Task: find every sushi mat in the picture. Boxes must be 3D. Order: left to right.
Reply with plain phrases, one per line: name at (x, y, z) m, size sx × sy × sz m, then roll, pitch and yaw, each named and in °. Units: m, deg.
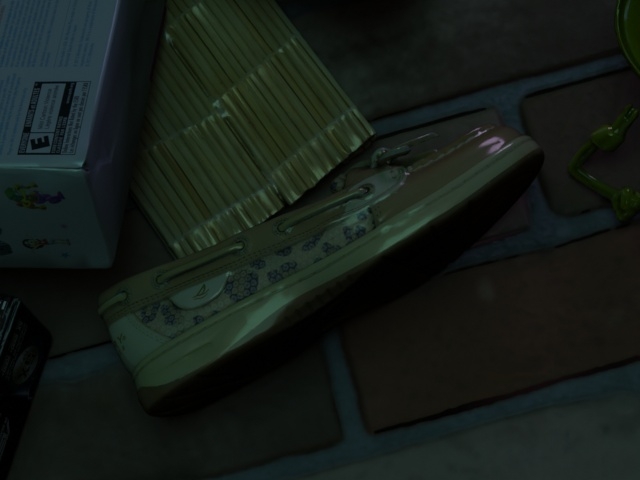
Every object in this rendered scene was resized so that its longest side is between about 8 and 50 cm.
sushi mat at (-0.107, -0.138, 1.185) m, size 0.151 × 0.019 × 0.316 m, roll -34°, pitch 69°, yaw -4°

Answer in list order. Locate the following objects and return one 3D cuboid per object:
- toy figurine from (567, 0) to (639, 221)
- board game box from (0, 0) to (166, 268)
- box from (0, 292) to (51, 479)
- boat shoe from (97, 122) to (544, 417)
toy figurine at (0.351, -0.035, 1.044) m, size 0.217 × 0.191 × 0.362 m, roll -8°, pitch 35°, yaw -37°
board game box at (-0.264, -0.098, 1.104) m, size 0.303 × 0.097 × 0.224 m, roll 1°, pitch 52°, yaw 8°
box at (-0.265, 0.113, 1.084) m, size 0.147 × 0.077 × 0.180 m, roll 11°, pitch 72°, yaw 12°
boat shoe at (0.000, 0.000, 1.076) m, size 0.285 × 0.104 × 0.089 m, roll -30°, pitch 72°, yaw -3°
